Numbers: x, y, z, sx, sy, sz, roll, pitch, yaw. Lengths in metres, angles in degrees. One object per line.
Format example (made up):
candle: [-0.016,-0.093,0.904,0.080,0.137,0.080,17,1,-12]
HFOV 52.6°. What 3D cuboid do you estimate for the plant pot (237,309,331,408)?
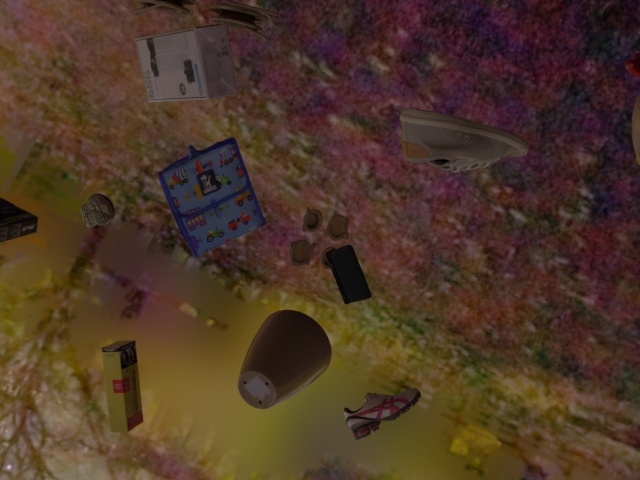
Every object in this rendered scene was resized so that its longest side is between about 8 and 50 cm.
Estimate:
plant pot: [-0.134,0.385,1.982,0.256,0.257,0.274,19,-154,16]

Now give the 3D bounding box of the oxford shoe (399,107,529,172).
oxford shoe: [0.348,-0.230,1.581,0.449,0.130,0.169,0,-167,-43]

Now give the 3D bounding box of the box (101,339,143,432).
box: [-0.535,0.393,1.754,0.058,0.232,0.087,-3,-178,15]

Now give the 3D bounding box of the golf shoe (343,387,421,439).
golf shoe: [0.143,0.381,1.496,0.086,0.186,0.067,60,172,17]

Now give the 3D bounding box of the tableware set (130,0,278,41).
tableware set: [-0.169,-0.318,0.913,0.194,0.039,0.128,6,-169,-23]

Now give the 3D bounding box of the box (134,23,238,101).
box: [-0.334,-0.429,1.591,0.087,0.169,0.290,-23,-156,-38]

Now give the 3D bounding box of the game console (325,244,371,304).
game console: [0.066,0.070,1.409,0.071,0.122,0.107,-21,-178,13]

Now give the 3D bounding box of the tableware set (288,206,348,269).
tableware set: [0.000,0.000,1.526,0.168,0.141,0.020,11,-175,-37]

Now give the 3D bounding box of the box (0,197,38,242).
box: [-0.708,-0.047,1.301,0.184,0.045,0.190,27,-157,16]

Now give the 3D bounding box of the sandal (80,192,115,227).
sandal: [-0.502,-0.069,1.481,0.049,0.072,0.180,-18,-177,-35]

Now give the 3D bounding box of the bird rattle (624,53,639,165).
bird rattle: [0.627,-0.224,1.177,0.143,0.207,0.253,6,142,41]

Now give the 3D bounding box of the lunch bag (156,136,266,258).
lunch bag: [-0.299,-0.135,1.732,0.138,0.220,0.293,49,160,45]
